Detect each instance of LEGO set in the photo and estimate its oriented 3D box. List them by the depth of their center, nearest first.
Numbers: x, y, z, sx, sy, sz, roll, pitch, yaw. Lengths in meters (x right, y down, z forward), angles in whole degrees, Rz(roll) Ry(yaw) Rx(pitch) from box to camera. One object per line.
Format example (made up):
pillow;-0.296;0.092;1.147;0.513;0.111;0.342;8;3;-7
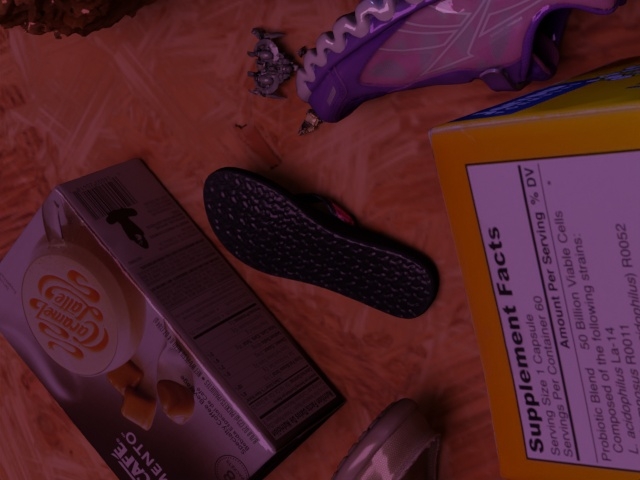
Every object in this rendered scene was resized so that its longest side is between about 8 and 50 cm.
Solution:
LEGO set;-0.027;-0.110;0.899;0.083;0.023;0.054;43;123;13

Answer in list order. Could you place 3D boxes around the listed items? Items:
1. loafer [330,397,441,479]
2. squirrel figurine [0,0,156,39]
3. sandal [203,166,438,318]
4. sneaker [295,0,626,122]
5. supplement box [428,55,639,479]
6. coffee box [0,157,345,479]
loafer;0.052;0.228;0.922;0.092;0.102;0.269;23;126;22
squirrel figurine;-0.163;-0.229;0.731;0.397;0.370;0.281;-25;92;36
sandal;0.000;0.000;0.915;0.179;0.040;0.067;25;124;7
sneaker;0.087;-0.125;0.786;0.236;0.095;0.105;-33;95;34
supplement box;0.258;0.003;0.612;0.356;0.195;0.194;-1;105;46
coffee box;-0.122;0.081;0.976;0.246;0.098;0.141;50;124;9
